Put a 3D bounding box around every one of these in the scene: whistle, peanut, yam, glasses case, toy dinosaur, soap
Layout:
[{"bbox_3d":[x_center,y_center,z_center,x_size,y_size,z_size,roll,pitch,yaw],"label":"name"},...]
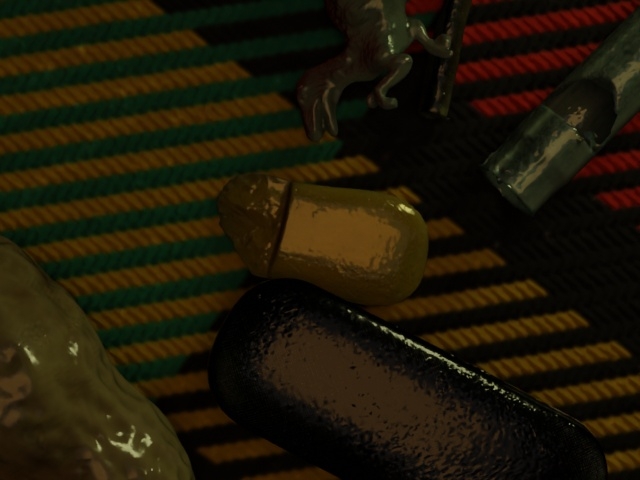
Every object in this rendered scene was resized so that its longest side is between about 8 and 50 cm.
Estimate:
[{"bbox_3d":[0.251,-0.145,1.233,0.312,0.062,0.062,-45,93,-2],"label":"whistle"},{"bbox_3d":[-0.212,0.127,1.162,0.143,0.159,0.291,-36,93,24],"label":"peanut"},{"bbox_3d":[0.101,-0.159,1.243,0.027,0.033,0.129,12,85,23],"label":"yam"},{"bbox_3d":[0.067,0.138,1.214,0.321,0.082,0.122,27,92,-5],"label":"glasses case"},{"bbox_3d":[0.032,-0.215,1.223,0.167,0.053,0.242,-18,86,19],"label":"toy dinosaur"},{"bbox_3d":[0.000,0.000,1.233,0.168,0.033,0.089,9,90,-2],"label":"soap"}]
